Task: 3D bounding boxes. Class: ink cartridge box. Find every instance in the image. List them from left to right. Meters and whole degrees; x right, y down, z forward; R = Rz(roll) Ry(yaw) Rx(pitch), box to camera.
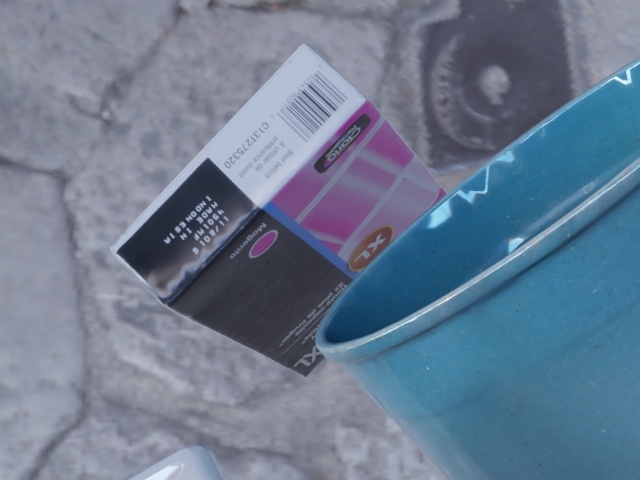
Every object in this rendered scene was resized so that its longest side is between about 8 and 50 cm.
[{"bbox_3d":[0.000,0.000,1.145,0.176,0.371,0.069,-46,71,2],"label":"ink cartridge box"}]

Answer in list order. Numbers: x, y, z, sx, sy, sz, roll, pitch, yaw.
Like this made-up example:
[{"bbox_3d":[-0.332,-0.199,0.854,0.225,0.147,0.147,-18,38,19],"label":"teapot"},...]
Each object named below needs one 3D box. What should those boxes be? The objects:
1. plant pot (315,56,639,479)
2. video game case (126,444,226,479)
[{"bbox_3d":[0.182,0.066,0.825,0.271,0.272,0.255,-35,98,22],"label":"plant pot"},{"bbox_3d":[-0.097,0.226,0.665,0.227,0.026,0.206,-31,74,12],"label":"video game case"}]
